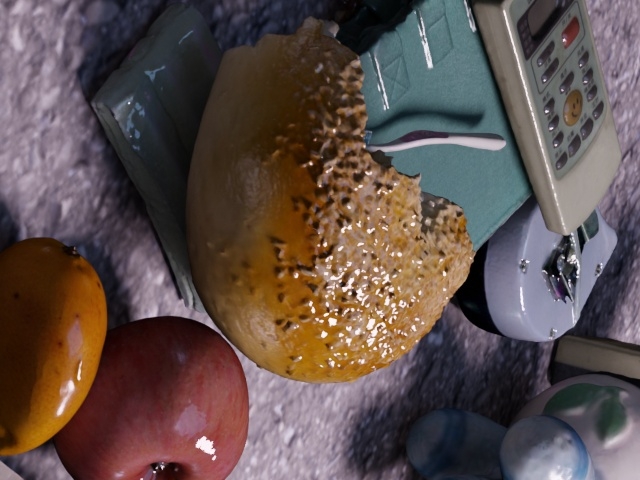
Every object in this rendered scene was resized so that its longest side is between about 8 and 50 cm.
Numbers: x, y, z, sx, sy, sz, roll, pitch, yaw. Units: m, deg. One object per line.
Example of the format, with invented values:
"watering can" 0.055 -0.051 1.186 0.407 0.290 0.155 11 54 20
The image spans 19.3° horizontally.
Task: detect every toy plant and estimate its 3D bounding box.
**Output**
"toy plant" 0.197 0.256 1.810 0.332 0.247 0.247 -5 106 -47

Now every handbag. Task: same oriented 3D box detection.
"handbag" 0.090 -0.114 1.650 0.269 0.100 0.274 -46 134 -28

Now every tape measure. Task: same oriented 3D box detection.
"tape measure" 0.207 0.010 1.831 0.181 0.107 0.182 -65 145 -24

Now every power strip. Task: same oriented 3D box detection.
"power strip" 0.377 0.154 1.968 0.105 0.257 0.070 7 96 -53

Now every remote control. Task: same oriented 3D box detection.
"remote control" 0.211 -0.138 1.673 0.123 0.038 0.285 -49 135 -31

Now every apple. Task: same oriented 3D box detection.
"apple" -0.126 0.134 1.410 0.153 0.120 0.153 -12 139 -11

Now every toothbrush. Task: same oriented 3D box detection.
"toothbrush" 0.089 -0.082 1.569 0.204 0.017 0.022 -2 124 -47

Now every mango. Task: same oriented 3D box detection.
"mango" -0.198 0.078 1.336 0.084 0.105 0.159 -12 117 -49

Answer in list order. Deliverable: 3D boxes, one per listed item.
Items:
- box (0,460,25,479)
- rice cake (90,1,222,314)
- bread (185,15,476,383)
"box" -0.331 0.277 1.262 0.343 0.065 0.200 -60 141 -20
"rice cake" -0.096 -0.061 1.468 0.127 0.043 0.237 -52 138 -29
"bread" -0.003 0.001 1.434 0.192 0.171 0.314 -55 142 -32
